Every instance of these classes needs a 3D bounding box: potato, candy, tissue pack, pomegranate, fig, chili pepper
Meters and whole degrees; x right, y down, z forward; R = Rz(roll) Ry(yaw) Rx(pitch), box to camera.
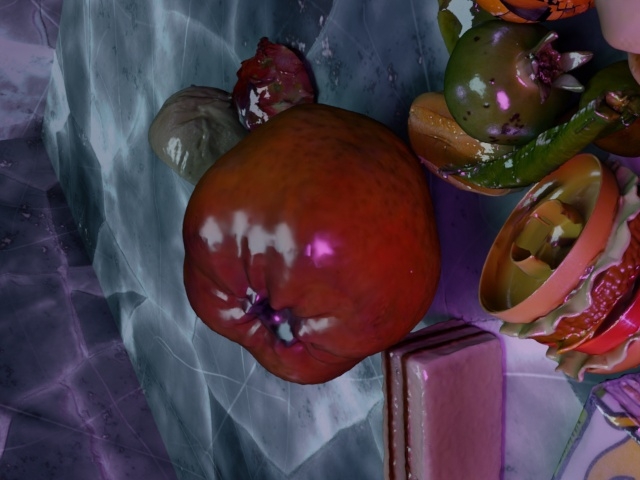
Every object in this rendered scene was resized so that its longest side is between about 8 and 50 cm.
[{"bbox_3d":[0.239,-0.324,1.342,0.117,0.090,0.226,-6,100,37],"label":"potato"},{"bbox_3d":[0.208,0.313,1.518,0.135,0.179,0.321,22,118,55],"label":"candy"},{"bbox_3d":[0.466,0.356,1.169,0.311,0.128,0.228,47,138,41],"label":"tissue pack"},{"bbox_3d":[0.270,-0.219,1.201,0.224,0.181,0.182,173,86,-69],"label":"pomegranate"},{"bbox_3d":[0.382,-0.171,1.186,0.236,0.124,0.124,-156,57,-80],"label":"fig"},{"bbox_3d":[0.275,-0.113,1.152,0.359,0.084,0.076,-26,81,65],"label":"chili pepper"}]

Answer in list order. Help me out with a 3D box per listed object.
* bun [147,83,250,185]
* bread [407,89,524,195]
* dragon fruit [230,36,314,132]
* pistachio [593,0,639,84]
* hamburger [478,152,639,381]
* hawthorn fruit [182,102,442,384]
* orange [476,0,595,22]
[{"bbox_3d":[-0.244,-0.236,1.997,0.205,0.281,0.281,-57,45,7],"label":"bun"},{"bbox_3d":[0.229,-0.158,1.402,0.236,0.106,0.140,36,131,48],"label":"bread"},{"bbox_3d":[-0.110,-0.326,1.862,0.274,0.126,0.161,57,143,30],"label":"dragon fruit"},{"bbox_3d":[0.438,-0.281,0.842,0.281,0.365,0.445,47,174,-29],"label":"pistachio"},{"bbox_3d":[0.355,0.042,1.128,0.274,0.212,0.274,-54,12,17],"label":"hamburger"},{"bbox_3d":[0.000,0.000,1.503,0.471,0.471,0.472,25,120,52],"label":"hawthorn fruit"},{"bbox_3d":[0.289,-0.383,1.129,0.234,0.234,0.182,48,-179,39],"label":"orange"}]
